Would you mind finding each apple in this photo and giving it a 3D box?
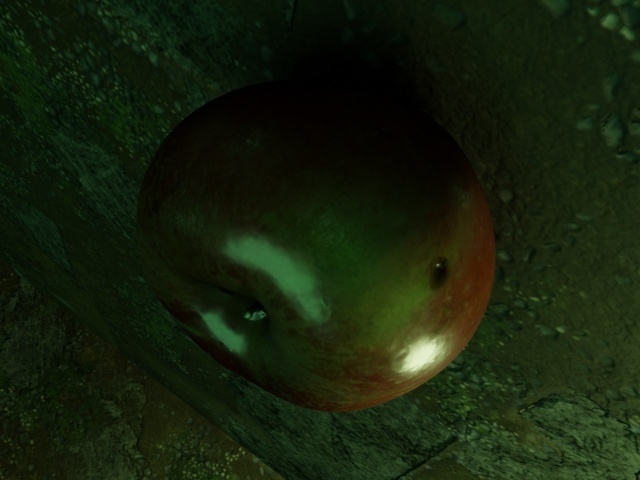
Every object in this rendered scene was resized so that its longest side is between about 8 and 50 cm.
[{"bbox_3d":[0.000,0.000,0.629,0.348,0.277,0.349,26,143,21],"label":"apple"}]
